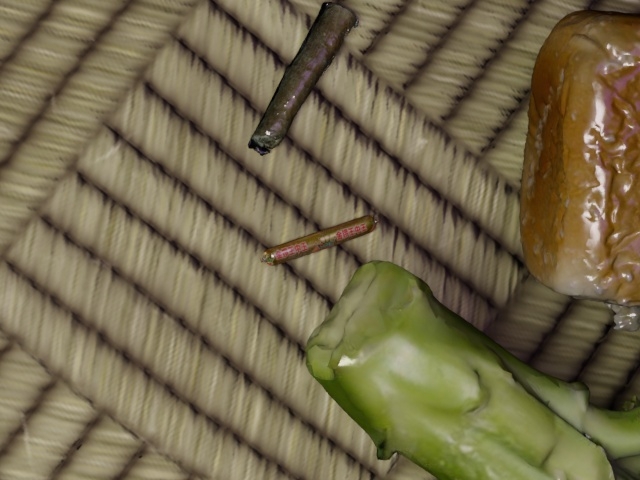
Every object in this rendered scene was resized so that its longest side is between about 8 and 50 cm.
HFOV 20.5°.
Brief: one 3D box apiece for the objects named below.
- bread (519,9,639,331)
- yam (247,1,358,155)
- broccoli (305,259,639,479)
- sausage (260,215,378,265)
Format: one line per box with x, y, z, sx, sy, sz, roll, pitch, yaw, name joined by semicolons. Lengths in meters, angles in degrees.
0.251;-0.053;1.351;0.196;0.176;0.246;4;99;-8;bread
-0.013;-0.120;1.340;0.033;0.027;0.129;30;78;-13;yam
0.145;0.196;1.231;0.397;0.275;0.353;4;89;-32;broccoli
0.000;0.000;1.341;0.100;0.015;0.015;-18;92;-19;sausage
